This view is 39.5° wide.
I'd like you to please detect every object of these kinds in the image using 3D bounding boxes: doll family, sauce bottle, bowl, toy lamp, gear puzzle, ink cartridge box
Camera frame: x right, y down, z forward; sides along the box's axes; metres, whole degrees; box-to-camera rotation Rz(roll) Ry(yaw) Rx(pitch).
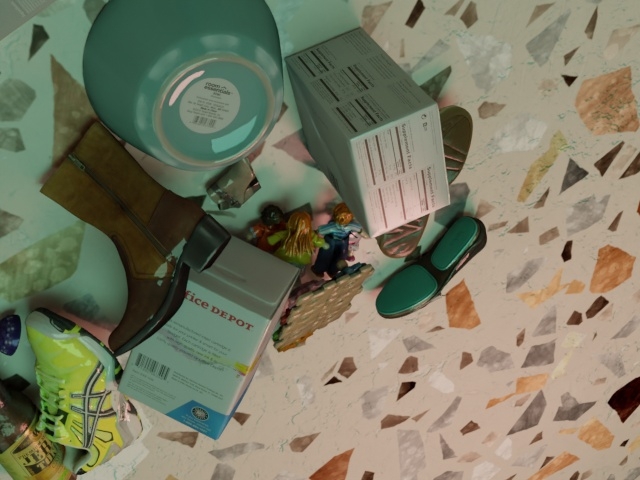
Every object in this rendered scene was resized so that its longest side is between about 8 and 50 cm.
[{"bbox_3d":[0.000,0.000,1.612,0.263,0.118,0.163,-7,131,-26],"label":"doll family"},{"bbox_3d":[-0.549,0.347,1.605,0.111,0.111,0.344,-25,135,-8],"label":"sauce bottle"},{"bbox_3d":[-0.177,-0.224,1.309,0.311,0.163,0.312,-15,132,-17],"label":"bowl"},{"bbox_3d":[-0.624,0.139,1.420,0.274,0.080,0.080,13,119,-34],"label":"toy lamp"},{"bbox_3d":[-0.014,0.132,1.696,0.175,0.044,0.339,-24,161,-25],"label":"gear puzzle"},{"bbox_3d":[-0.189,0.152,1.531,0.198,0.197,0.270,26,117,3],"label":"ink cartridge box"}]

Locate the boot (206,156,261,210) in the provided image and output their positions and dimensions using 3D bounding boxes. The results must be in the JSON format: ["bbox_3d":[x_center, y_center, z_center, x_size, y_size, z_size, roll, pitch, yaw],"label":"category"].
[{"bbox_3d":[-0.153,-0.101,1.505,0.087,0.042,0.118,-27,133,-4],"label":"boot"}]

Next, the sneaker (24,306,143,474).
[{"bbox_3d":[-0.429,0.276,1.562,0.147,0.145,0.385,-47,140,-32],"label":"sneaker"}]

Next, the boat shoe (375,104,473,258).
[{"bbox_3d":[0.176,-0.117,1.633,0.109,0.098,0.302,14,112,-25],"label":"boat shoe"}]

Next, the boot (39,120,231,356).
[{"bbox_3d":[-0.318,0.003,1.350,0.280,0.096,0.264,38,103,3],"label":"boot"}]

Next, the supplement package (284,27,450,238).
[{"bbox_3d":[0.074,-0.174,1.413,0.145,0.262,0.204,-24,134,-8],"label":"supplement package"}]

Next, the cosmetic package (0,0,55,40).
[{"bbox_3d":[-0.416,-0.327,1.122,0.238,0.127,0.107,-34,135,-2],"label":"cosmetic package"}]

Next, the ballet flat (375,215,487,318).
[{"bbox_3d":[0.238,0.070,1.821,0.280,0.095,0.096,-42,146,8],"label":"ballet flat"}]
